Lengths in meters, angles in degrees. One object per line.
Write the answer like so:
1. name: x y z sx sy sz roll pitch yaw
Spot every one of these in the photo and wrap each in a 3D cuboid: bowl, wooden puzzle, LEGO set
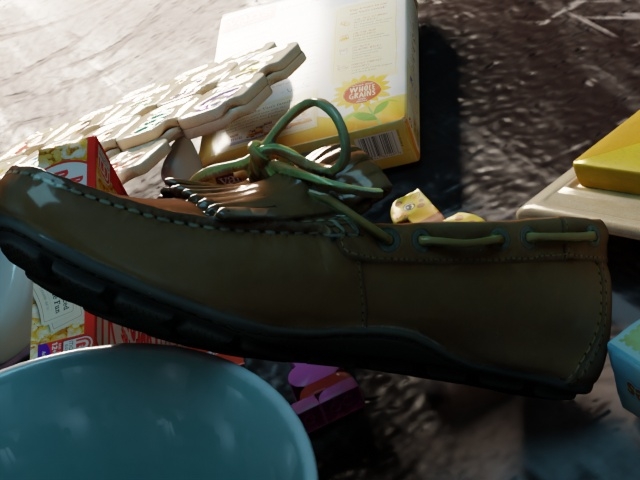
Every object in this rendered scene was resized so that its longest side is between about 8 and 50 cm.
1. bowl: -0.128 0.217 0.913 0.312 0.163 0.311 -14 35 10
2. wooden puzzle: 0.272 -0.069 1.142 0.221 0.044 0.239 -37 23 -26
3. LEGO set: 0.061 0.025 1.143 0.227 0.087 0.093 -25 35 -9

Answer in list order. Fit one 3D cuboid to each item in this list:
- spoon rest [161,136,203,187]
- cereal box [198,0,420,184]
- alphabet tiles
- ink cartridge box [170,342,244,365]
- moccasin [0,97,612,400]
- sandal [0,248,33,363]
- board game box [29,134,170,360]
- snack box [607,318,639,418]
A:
1. spoon rest: -0.202 0.005 1.321 0.276 0.084 0.137 -18 32 26
2. cereal box: -0.005 -0.130 1.411 0.173 0.047 0.240 -13 36 13
3. alphabet tiles: -0.151 -0.086 1.320 0.284 0.021 0.278 -16 19 29
4. ink cartridge box: -0.091 0.052 1.228 0.063 0.029 0.115 -18 35 4
5. moccasin: 0.001 0.000 0.996 0.380 0.147 0.139 9 -5 -16
6. sandal: -0.327 0.065 1.257 0.416 0.102 0.169 -5 70 41
7. board game box: -0.141 0.051 1.123 0.045 0.147 0.193 -14 48 9
8. snack box: 0.352 0.032 1.012 0.322 0.060 0.187 -33 36 -17
